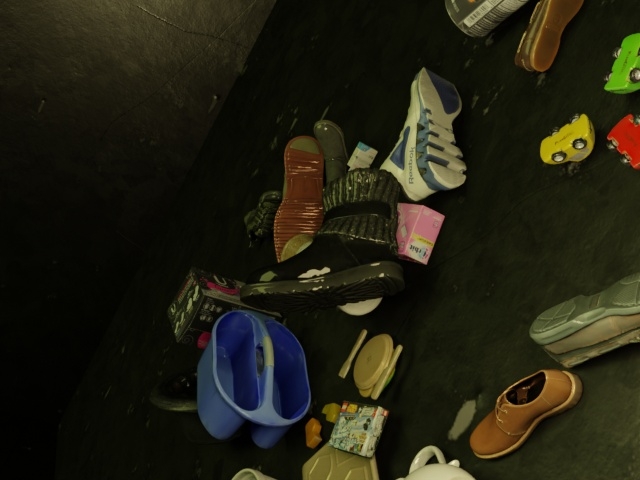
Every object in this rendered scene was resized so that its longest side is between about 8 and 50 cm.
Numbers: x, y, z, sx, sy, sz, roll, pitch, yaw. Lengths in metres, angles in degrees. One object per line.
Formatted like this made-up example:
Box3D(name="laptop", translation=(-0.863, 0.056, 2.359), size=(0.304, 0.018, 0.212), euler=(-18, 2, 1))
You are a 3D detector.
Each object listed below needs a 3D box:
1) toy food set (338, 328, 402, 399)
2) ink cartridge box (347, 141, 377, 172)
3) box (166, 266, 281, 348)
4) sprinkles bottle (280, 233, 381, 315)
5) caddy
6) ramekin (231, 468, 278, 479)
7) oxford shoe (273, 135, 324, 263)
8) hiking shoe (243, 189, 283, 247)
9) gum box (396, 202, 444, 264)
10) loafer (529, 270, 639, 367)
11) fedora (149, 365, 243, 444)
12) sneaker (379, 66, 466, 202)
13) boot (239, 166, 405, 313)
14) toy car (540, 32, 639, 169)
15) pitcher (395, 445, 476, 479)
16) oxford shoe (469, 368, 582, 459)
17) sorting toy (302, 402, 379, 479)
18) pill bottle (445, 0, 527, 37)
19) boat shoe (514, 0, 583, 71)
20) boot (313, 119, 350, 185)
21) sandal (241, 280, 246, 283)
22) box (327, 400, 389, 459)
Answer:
Box3D(name="toy food set", translation=(0.111, 0.252, 1.495), size=(0.132, 0.038, 0.192), euler=(-61, 19, -5))
Box3D(name="ink cartridge box", translation=(0.102, -0.201, 1.871), size=(0.083, 0.048, 0.028), euler=(-61, 26, 11))
Box3D(name="box", translation=(-0.259, 0.196, 1.987), size=(0.163, 0.247, 0.142), euler=(-59, 36, 16))
Box3D(name="sprinkles bottle", translation=(0.020, 0.072, 1.718), size=(0.121, 0.121, 0.355), euler=(-66, 25, 0))
Box3D(name="caddy", translation=(-0.151, 0.309, 1.716), size=(0.179, 0.241, 0.341), euler=(-58, 26, 31))
Box3D(name="ramekin", translation=(-0.133, 0.602, 1.579), size=(0.207, 0.109, 0.207), euler=(-44, 33, 40))
Box3D(name="oxford shoe", translation=(-0.046, -0.079, 2.012), size=(0.146, 0.140, 0.397), euler=(93, -176, -69))
Box3D(name="hiking shoe", translation=(-0.158, -0.065, 2.250), size=(0.227, 0.086, 0.114), euler=(-44, 46, 49))
Box3D(name="gum box", translation=(0.169, -0.020, 1.568), size=(0.188, 0.062, 0.107), euler=(13, 81, 64))
Box3D(name="loafer", translation=(0.412, 0.105, 0.997), size=(0.267, 0.084, 0.096), euler=(-30, 12, 47))
Box3D(name="fedora", translation=(-0.278, 0.430, 1.913), size=(0.334, 0.333, 0.153), euler=(9, 110, 64))
Box3D(name="sneaker", translation=(0.202, -0.208, 1.589), size=(0.182, 0.127, 0.316), euler=(-36, 40, 44))
Box3D(name="boot", translation=(0.002, 0.002, 1.510), size=(0.131, 0.347, 0.260), euler=(65, -163, -62))
Box3D(name="toy car", translation=(0.469, -0.212, 1.157), size=(0.239, 0.053, 0.225), euler=(17, 84, 64))
Box3D(name="pitcher", translation=(0.176, 0.394, 1.158), size=(0.178, 0.125, 0.207), euler=(-63, 9, -29))
Box3D(name="oxford shoe", translation=(0.284, 0.253, 1.101), size=(0.212, 0.076, 0.076), euler=(-52, 31, 32))
Box3D(name="sorting toy", translation=(0.037, 0.441, 1.474), size=(0.229, 0.041, 0.307), euler=(-51, 22, 23))
Box3D(name="pill bottle", translation=(0.381, -0.537, 1.516), size=(0.245, 0.130, 0.131), euler=(-35, 40, 48))
Box3D(name="boat shoe", translation=(0.427, -0.419, 1.391), size=(0.207, 0.073, 0.073), euler=(-63, 27, 7))
Box3D(name="boot", translation=(0.030, -0.175, 1.868), size=(0.076, 0.190, 0.209), euler=(-12, 44, 24))
Box3D(name="sandal", translation=(-0.214, 0.204, 2.170), size=(0.067, 0.040, 0.179), euler=(-50, 44, 43))
Box3D(name="box", translation=(0.070, 0.357, 1.406), size=(0.137, 0.027, 0.094), euler=(-13, 52, 63))
